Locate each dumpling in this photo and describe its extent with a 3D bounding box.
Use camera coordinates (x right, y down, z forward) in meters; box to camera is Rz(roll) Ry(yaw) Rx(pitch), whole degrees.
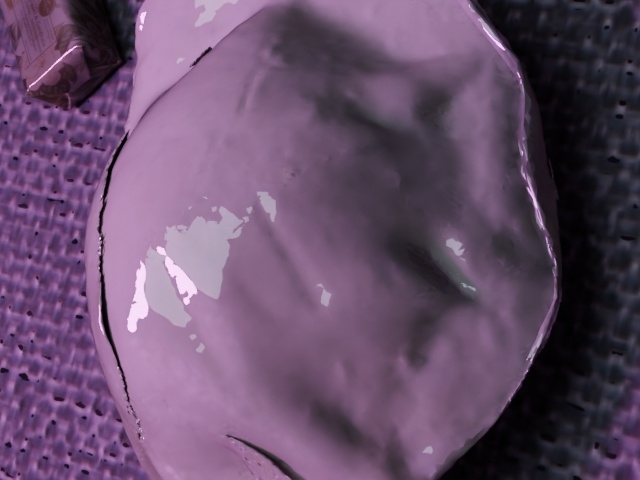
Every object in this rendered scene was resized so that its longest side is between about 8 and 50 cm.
[{"bbox_3d":[0.000,0.003,1.039,0.260,0.181,0.341,-18,45,28],"label":"dumpling"}]

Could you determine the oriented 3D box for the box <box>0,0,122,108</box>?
[{"bbox_3d":[-0.175,-0.143,1.317,0.062,0.045,0.098,-39,54,26],"label":"box"}]
